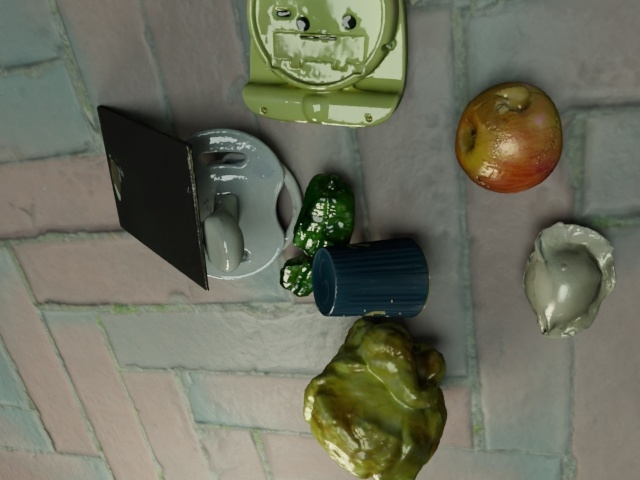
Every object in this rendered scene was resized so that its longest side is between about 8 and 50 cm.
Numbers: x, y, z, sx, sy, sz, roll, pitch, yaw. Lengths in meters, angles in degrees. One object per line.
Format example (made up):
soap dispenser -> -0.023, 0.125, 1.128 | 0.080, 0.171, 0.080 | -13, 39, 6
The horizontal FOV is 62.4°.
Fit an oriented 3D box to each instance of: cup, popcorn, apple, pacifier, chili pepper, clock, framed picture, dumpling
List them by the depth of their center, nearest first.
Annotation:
apple -> 0.247, -0.134, 0.709 | 0.146, 0.146, 0.147 | 8, 119, 14
clock -> 0.004, -0.317, 0.722 | 0.234, 0.096, 0.308 | 8, 118, 15
dumpling -> 0.379, 0.060, 0.801 | 0.127, 0.108, 0.188 | -5, 103, -8
pacifier -> -0.142, -0.033, 0.858 | 0.227, 0.207, 0.279 | 0, 118, -2
cup -> 0.068, 0.065, 0.859 | 0.155, 0.176, 0.131 | -1, 79, -21
framed picture -> -0.288, -0.080, 0.892 | 0.323, 0.013, 0.244 | 28, 128, 41
chili pepper -> -0.001, 0.000, 0.899 | 0.099, 0.083, 0.253 | 12, 129, -10
popcorn -> 0.111, 0.281, 0.939 | 0.225, 0.276, 0.277 | 30, 131, 46
